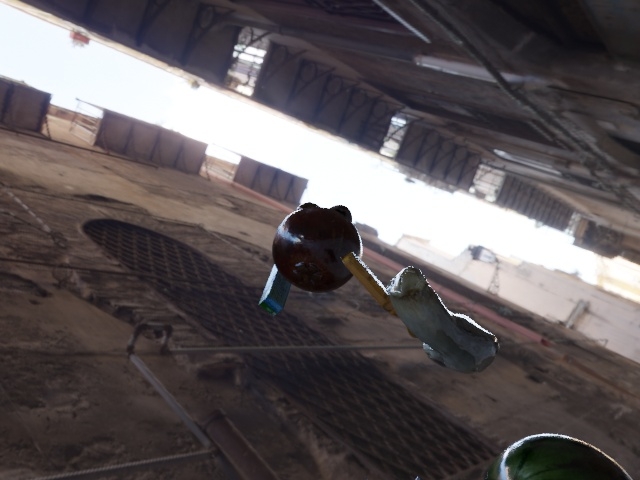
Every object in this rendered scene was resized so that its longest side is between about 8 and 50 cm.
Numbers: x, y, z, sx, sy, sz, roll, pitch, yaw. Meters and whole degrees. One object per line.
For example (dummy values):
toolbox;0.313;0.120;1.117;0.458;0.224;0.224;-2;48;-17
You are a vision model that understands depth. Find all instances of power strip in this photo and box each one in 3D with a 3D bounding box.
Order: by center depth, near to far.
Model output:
power strip;0.108;0.092;1.207;0.028;0.178;0.049;-40;6;8

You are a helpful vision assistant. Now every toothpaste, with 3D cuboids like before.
toothpaste;-0.131;0.131;1.852;0.065;0.267;0.050;43;-63;-15

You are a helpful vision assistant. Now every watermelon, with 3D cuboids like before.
watermelon;0.353;0.410;0.849;0.242;0.242;0.242;-26;-51;-38

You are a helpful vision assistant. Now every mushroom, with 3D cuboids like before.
mushroom;0.191;0.134;0.895;0.278;0.099;0.096;38;-124;-39

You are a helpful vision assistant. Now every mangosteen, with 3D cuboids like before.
mangosteen;0.000;0.000;1.411;0.257;0.215;0.215;-70;-25;-46

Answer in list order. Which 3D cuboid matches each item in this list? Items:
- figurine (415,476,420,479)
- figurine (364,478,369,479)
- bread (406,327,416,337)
figurine;0.127;0.445;0.822;0.184;0.128;0.208;38;-111;-13
figurine;0.165;0.944;2.090;0.114;0.144;0.178;-61;3;19
bread;0.333;0.269;1.962;0.082;0.106;0.125;9;-118;-25
